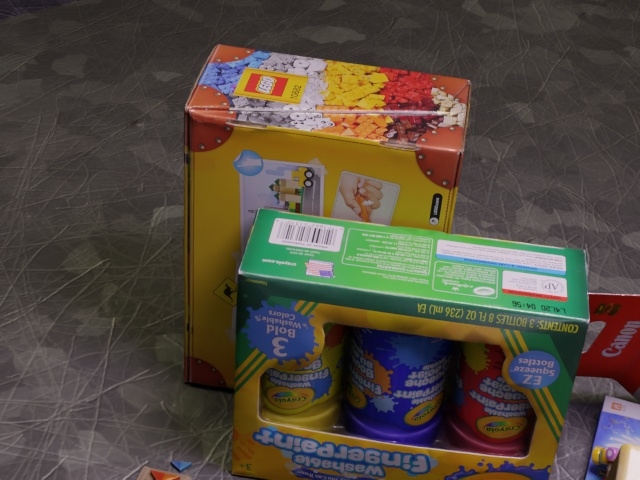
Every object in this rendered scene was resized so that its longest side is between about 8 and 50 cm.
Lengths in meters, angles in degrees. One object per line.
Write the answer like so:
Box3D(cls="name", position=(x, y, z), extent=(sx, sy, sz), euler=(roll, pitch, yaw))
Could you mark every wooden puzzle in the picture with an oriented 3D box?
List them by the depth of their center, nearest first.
Box3D(cls="wooden puzzle", position=(-0.224, 0.346, 1.650), extent=(0.079, 0.014, 0.116), euler=(8, 36, 5))

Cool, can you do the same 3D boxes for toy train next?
Box3D(cls="toy train", position=(0.433, 0.309, 1.595), extent=(0.125, 0.166, 0.046), euler=(10, 81, -2))

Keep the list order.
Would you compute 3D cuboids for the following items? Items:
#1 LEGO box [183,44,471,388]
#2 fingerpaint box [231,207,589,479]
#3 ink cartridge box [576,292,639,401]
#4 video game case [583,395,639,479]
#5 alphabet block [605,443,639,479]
Box3D(cls="LEGO box", position=(0.000, 0.000, 1.739), extent=(0.373, 0.500, 0.193), euler=(9, 37, 5))
Box3D(cls="fingerpaint box", position=(0.110, 0.175, 1.618), extent=(0.445, 0.371, 0.163), euler=(8, 36, 4))
Box3D(cls="ink cartridge box", position=(0.529, 0.186, 1.691), extent=(0.385, 0.308, 0.091), euler=(4, 61, -3))
Box3D(cls="video game case", position=(0.498, 0.355, 1.677), extent=(0.244, 0.061, 0.269), euler=(14, 37, 14))
Box3D(cls="alphabet block", position=(0.436, 0.390, 1.459), extent=(0.192, 0.193, 0.197), euler=(14, 63, 10))
